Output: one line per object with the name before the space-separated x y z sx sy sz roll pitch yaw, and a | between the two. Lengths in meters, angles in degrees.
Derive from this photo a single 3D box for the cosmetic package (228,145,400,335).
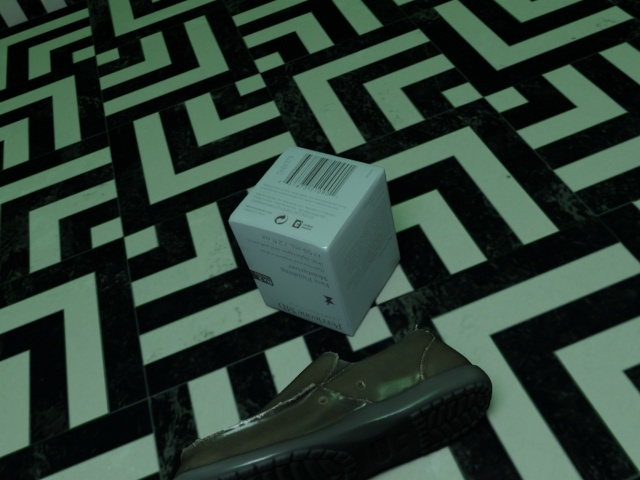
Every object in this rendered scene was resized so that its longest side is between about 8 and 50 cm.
cosmetic package | 0.000 0.000 0.898 0.151 0.184 0.151 17 54 29

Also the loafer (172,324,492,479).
loafer | 0.007 0.206 0.758 0.365 0.134 0.130 -17 41 -13
